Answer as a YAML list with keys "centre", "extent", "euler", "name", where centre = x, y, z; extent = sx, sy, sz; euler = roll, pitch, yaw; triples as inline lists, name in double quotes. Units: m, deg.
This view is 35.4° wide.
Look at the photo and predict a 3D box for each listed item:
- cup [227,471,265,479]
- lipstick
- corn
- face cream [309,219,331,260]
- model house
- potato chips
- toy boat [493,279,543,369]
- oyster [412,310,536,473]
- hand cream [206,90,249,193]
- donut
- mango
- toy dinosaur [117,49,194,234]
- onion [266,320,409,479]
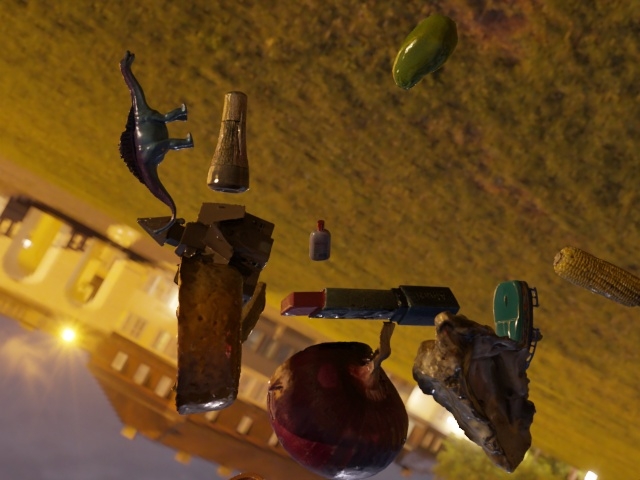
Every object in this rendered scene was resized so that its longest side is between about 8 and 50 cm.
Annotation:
- centre: [-0.156, 0.519, 1.698]
  extent: [0.226, 0.264, 0.182]
  euler: [55, 166, 44]
  name: "cup"
- centre: [0.078, 0.099, 1.578]
  extent: [0.312, 0.051, 0.051]
  euler: [4, -136, -30]
  name: "lipstick"
- centre: [0.556, 0.073, 1.977]
  extent: [0.203, 0.072, 0.072]
  euler: [24, 175, -3]
  name: "corn"
- centre: [0.000, 0.000, 1.837]
  extent: [0.040, 0.083, 0.021]
  euler: [-3, -144, -8]
  name: "face cream"
- centre: [-0.225, 0.000, 1.880]
  extent: [0.248, 0.181, 0.176]
  euler: [21, 152, -11]
  name: "model house"
- centre: [-0.210, 0.227, 2.148]
  extent: [0.057, 0.407, 0.080]
  euler: [1, 120, 23]
  name: "potato chips"
- centre: [0.384, 0.165, 1.879]
  extent: [0.110, 0.175, 0.091]
  euler: [15, 158, -37]
  name: "toy boat"
- centre: [0.228, 0.207, 1.468]
  extent: [0.110, 0.166, 0.341]
  euler: [20, 164, 49]
  name: "oyster"
- centre: [-0.172, -0.196, 1.977]
  extent: [0.084, 0.203, 0.084]
  euler: [6, 173, 1]
  name: "hand cream"
- centre: [-0.188, 0.162, 1.713]
  extent: [0.108, 0.277, 0.277]
  euler: [2, 176, -3]
  name: "donut"
- centre: [0.203, -0.367, 1.954]
  extent: [0.091, 0.165, 0.074]
  euler: [37, -172, 0]
  name: "mango"
- centre: [-0.176, -0.106, 1.067]
  extent: [0.080, 0.197, 0.045]
  euler: [-11, -178, -9]
  name: "toy dinosaur"
- centre: [0.036, 0.337, 1.900]
  extent: [0.272, 0.256, 0.230]
  euler: [102, 152, -54]
  name: "onion"
